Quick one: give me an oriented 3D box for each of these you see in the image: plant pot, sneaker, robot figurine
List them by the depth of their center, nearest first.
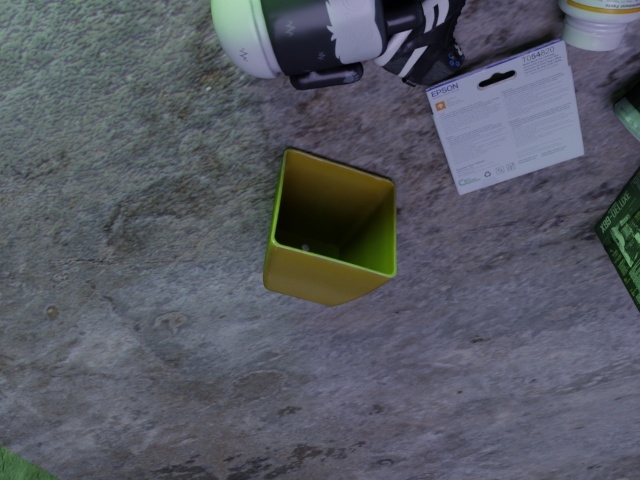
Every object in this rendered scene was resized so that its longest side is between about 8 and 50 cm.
[{"bbox_3d":[-0.007,-0.319,0.804,0.278,0.173,0.209,-10,97,8],"label":"robot figurine"},{"bbox_3d":[0.184,-0.318,0.871,0.121,0.079,0.217,25,134,-24],"label":"sneaker"},{"bbox_3d":[0.000,0.000,1.065,0.212,0.212,0.187,15,142,-13],"label":"plant pot"}]

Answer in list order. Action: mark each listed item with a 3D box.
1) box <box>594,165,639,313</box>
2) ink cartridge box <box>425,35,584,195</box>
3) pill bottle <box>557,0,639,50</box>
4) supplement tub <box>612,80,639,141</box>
[{"bbox_3d":[0.604,-0.047,0.990,0.076,0.243,0.308,11,129,-10],"label":"box"},{"bbox_3d":[0.303,-0.202,0.984,0.223,0.045,0.224,-17,128,14],"label":"ink cartridge box"},{"bbox_3d":[0.388,-0.370,0.792,0.117,0.117,0.215,0,131,0],"label":"pill bottle"},{"bbox_3d":[0.561,-0.231,0.913,0.117,0.117,0.190,28,126,-22],"label":"supplement tub"}]
